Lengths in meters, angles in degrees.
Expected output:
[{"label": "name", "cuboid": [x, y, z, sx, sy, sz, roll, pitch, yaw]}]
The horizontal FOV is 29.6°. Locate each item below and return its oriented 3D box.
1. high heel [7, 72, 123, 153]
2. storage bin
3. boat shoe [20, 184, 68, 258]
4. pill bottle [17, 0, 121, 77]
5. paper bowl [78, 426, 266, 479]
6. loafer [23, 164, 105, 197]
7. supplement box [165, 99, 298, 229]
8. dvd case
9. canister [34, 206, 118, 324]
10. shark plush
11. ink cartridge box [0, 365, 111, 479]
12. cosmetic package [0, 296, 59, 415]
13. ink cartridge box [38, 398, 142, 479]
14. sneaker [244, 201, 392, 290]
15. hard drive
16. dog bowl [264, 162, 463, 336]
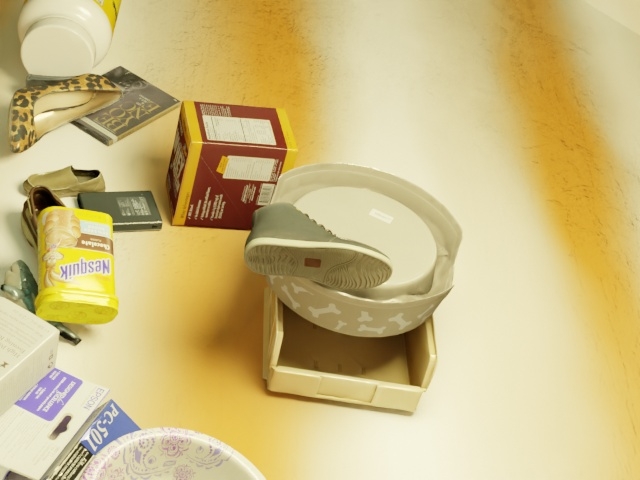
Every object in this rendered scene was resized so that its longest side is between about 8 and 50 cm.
[{"label": "high heel", "cuboid": [-0.477, -0.237, 2.261, 0.186, 0.093, 0.261, 4, 38, -1]}, {"label": "storage bin", "cuboid": [0.042, 0.137, 1.991, 0.262, 0.123, 0.260, 10, 38, -10]}, {"label": "boat shoe", "cuboid": [-0.424, 0.004, 2.000, 0.095, 0.095, 0.257, -18, 50, -37]}, {"label": "pill bottle", "cuboid": [-0.509, -0.457, 2.464, 0.188, 0.188, 0.334, 10, 39, -9]}, {"label": "paper bowl", "cuboid": [-0.194, 0.393, 1.545, 0.284, 0.148, 0.284, 18, 40, -16]}, {"label": "loafer", "cuboid": [-0.456, -0.108, 2.164, 0.148, 0.050, 0.056, -4, 42, -25]}, {"label": "supplement box", "cuboid": [-0.165, -0.133, 2.189, 0.194, 0.191, 0.129, 4, 40, -18]}, {"label": "dvd case", "cuboid": [-0.409, -0.272, 2.410, 0.164, 0.018, 0.221, 32, 41, 18]}, {"label": "canister", "cuboid": [-0.384, 0.038, 1.901, 0.126, 0.073, 0.170, 8, 58, -27]}, {"label": "shark plush", "cuboid": [-0.436, 0.100, 1.894, 0.161, 0.073, 0.067, 36, 58, 15]}, {"label": "ink cartridge box", "cuboid": [-0.440, 0.249, 1.734, 0.208, 0.045, 0.206, 22, 38, 10]}, {"label": "cosmetic package", "cuboid": [-0.483, 0.188, 1.691, 0.117, 0.085, 0.231, 26, 39, 14]}, {"label": "ink cartridge box", "cuboid": [-0.315, 0.320, 1.660, 0.097, 0.046, 0.207, 47, 38, -11]}, {"label": "sneaker", "cuboid": [0.000, 0.000, 1.814, 0.222, 0.083, 0.118, 10, 38, -6]}, {"label": "hard drive", "cuboid": [-0.358, -0.052, 2.155, 0.135, 0.022, 0.094, -3, 42, -24]}, {"label": "dog bowl", "cuboid": [0.060, 0.017, 1.965, 0.348, 0.102, 0.349, 11, 38, -9]}]
